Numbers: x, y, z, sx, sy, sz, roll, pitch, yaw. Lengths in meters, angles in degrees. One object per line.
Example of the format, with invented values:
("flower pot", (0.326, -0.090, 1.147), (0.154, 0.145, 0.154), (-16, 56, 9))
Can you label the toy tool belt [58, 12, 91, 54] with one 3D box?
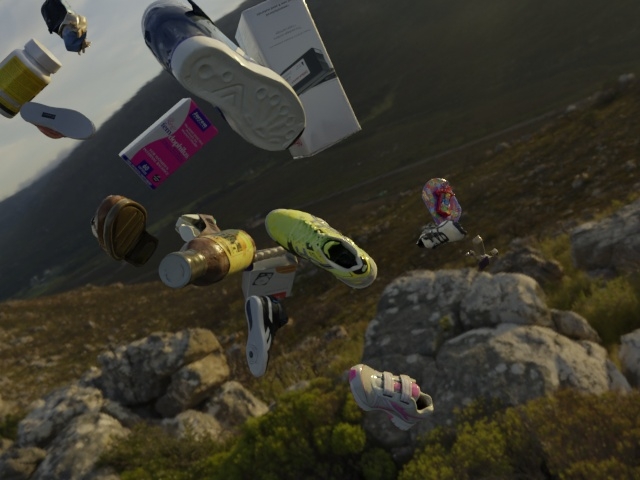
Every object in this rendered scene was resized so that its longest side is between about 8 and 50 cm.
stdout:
("toy tool belt", (-0.437, -0.357, 1.008), (0.052, 0.051, 0.083), (-6, -23, -30))

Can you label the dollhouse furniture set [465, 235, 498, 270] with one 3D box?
("dollhouse furniture set", (0.504, 0.017, 1.814), (0.091, 0.114, 0.081), (-36, 35, -17))

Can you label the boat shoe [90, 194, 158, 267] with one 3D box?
("boat shoe", (-0.418, -0.022, 1.151), (0.111, 0.104, 0.307), (-56, -3, -20))

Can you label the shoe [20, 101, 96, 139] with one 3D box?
("shoe", (-0.586, -0.263, 1.296), (0.081, 0.177, 0.064), (81, -154, -79))

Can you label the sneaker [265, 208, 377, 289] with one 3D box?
("sneaker", (0.000, 0.000, 1.685), (0.145, 0.384, 0.147), (-59, -17, -12))

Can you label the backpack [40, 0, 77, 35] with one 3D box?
("backpack", (-0.899, -0.775, 1.950), (0.105, 0.114, 0.084), (-36, -11, 15))

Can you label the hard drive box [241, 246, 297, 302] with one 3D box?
("hard drive box", (-0.193, 0.130, 2.110), (0.180, 0.089, 0.232), (-10, -33, -17))

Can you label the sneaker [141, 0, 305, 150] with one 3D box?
("sneaker", (-0.179, -0.311, 1.029), (0.130, 0.322, 0.236), (-47, 55, 12))

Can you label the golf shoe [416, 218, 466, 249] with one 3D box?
("golf shoe", (0.362, -0.008, 1.708), (0.094, 0.077, 0.198), (-44, 8, -18))

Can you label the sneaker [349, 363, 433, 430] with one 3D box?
("sneaker", (0.172, 0.356, 1.339), (0.111, 0.252, 0.103), (-35, 36, 33))

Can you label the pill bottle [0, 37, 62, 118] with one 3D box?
("pill bottle", (-0.825, -0.447, 1.557), (0.208, 0.119, 0.119), (-44, 17, 0))

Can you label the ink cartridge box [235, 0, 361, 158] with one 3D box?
("ink cartridge box", (-0.070, -0.441, 1.571), (0.166, 0.395, 0.285), (-27, 12, -8))

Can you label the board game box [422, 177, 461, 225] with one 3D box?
("board game box", (0.414, -0.131, 1.889), (0.133, 0.169, 0.033), (-30, 2, -32))

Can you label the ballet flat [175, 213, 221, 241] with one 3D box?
("ballet flat", (-0.379, -0.022, 1.744), (0.116, 0.124, 0.342), (-64, 26, 6))

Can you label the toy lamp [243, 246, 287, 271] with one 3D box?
("toy lamp", (-0.180, 0.050, 1.962), (0.274, 0.080, 0.080), (-14, 10, -23))

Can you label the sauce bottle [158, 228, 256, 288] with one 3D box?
("sauce bottle", (-0.240, 0.041, 1.244), (0.111, 0.112, 0.344), (-26, 2, 12))

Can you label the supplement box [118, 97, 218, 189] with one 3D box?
("supplement box", (-0.379, -0.244, 1.414), (0.220, 0.111, 0.114), (-44, 24, -9))

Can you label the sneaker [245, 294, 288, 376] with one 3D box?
("sneaker", (-0.136, 0.257, 1.552), (0.121, 0.217, 0.079), (0, -4, -45))
